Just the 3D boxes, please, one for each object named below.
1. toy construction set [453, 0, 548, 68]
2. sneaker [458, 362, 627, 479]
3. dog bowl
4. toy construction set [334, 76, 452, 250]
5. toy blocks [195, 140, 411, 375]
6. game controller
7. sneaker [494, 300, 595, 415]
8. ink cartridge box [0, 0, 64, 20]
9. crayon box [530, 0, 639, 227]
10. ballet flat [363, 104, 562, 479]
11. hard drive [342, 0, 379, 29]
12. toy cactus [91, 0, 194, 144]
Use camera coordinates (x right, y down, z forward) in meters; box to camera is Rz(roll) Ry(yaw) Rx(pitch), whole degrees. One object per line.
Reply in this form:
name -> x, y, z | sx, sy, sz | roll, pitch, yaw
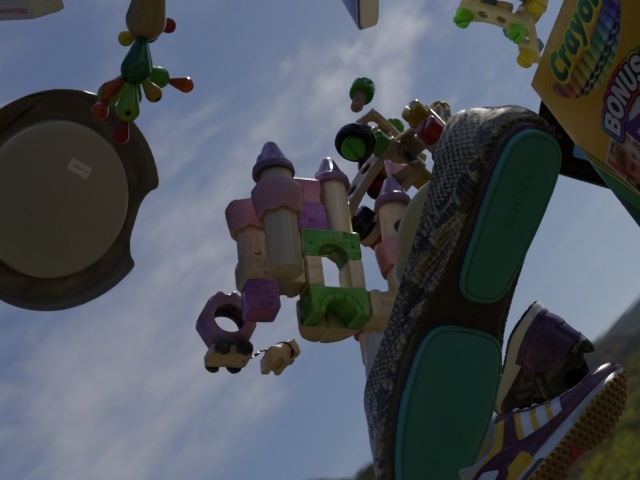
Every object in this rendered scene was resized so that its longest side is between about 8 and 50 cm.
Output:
toy construction set -> 0.312, -0.445, 1.966 | 0.151, 0.215, 0.328 | -52, -11, -40
sneaker -> 0.205, 0.168, 1.111 | 0.185, 0.084, 0.070 | -40, -48, -27
dog bowl -> -0.429, -0.069, 1.914 | 0.348, 0.102, 0.349 | -10, -73, -34
toy construction set -> 0.168, -0.121, 1.831 | 0.237, 0.308, 0.257 | -73, 3, -53
toy blocks -> 0.000, 0.000, 1.634 | 0.288, 0.260, 0.309 | 5, -33, -21
game controller -> 0.539, -0.175, 2.234 | 0.067, 0.319, 0.167 | 170, 113, -73
sneaker -> 0.342, 0.217, 1.846 | 0.107, 0.124, 0.283 | -48, -24, -25
ink cartridge box -> -0.379, -0.339, 1.522 | 0.052, 0.088, 0.123 | -32, -63, -37
crayon box -> 0.432, -0.207, 1.549 | 0.106, 0.313, 0.363 | -25, -24, -19
ballet flat -> 0.140, 0.075, 1.416 | 0.164, 0.182, 0.483 | 15, -89, -36
hard drive -> 0.016, -0.528, 2.002 | 0.040, 0.319, 0.210 | -19, -35, -11
toy cactus -> -0.214, -0.234, 1.508 | 0.219, 0.112, 0.181 | -71, -1, -52
